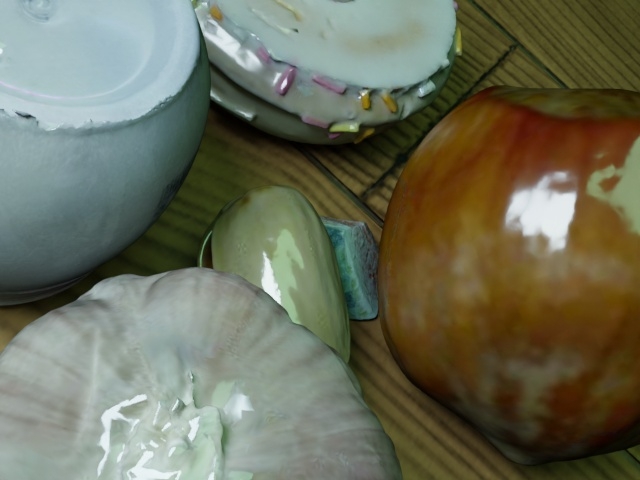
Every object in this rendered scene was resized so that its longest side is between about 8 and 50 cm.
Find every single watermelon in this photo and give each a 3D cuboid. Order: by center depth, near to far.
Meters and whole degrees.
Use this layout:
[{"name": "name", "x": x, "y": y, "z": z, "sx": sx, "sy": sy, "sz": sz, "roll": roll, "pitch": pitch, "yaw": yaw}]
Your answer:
[{"name": "watermelon", "x": -0.003, "y": 0.003, "z": 0.749, "sx": 0.180, "sy": 0.081, "sz": 0.094, "roll": 28, "pitch": 26, "yaw": -17}]

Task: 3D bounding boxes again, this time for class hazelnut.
[{"name": "hazelnut", "x": 0.236, "y": 0.022, "z": 0.705, "sx": 0.366, "sy": 0.366, "sz": 0.365, "roll": 13, "pitch": 56, "yaw": -20}]

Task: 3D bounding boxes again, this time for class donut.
[{"name": "donut", "x": -0.023, "y": -0.265, "z": 0.841, "sx": 0.383, "sy": 0.142, "sz": 0.382, "roll": 13, "pitch": 55, "yaw": -20}]

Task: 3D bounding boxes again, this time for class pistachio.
[{"name": "pistachio", "x": -0.039, "y": 0.048, "z": 0.648, "sx": 0.132, "sy": 0.129, "sz": 0.206, "roll": -4, "pitch": 70, "yaw": -25}]

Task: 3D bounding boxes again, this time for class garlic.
[{"name": "garlic", "x": -0.099, "y": 0.160, "z": 0.460, "sx": 0.318, "sy": 0.259, "sz": 0.317, "roll": 6, "pitch": 65, "yaw": -13}]

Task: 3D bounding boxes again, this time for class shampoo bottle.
[{"name": "shampoo bottle", "x": -0.232, "y": -0.099, "z": 0.547, "sx": 0.273, "sy": 0.266, "sz": 0.272, "roll": 16, "pitch": 55, "yaw": -24}]
